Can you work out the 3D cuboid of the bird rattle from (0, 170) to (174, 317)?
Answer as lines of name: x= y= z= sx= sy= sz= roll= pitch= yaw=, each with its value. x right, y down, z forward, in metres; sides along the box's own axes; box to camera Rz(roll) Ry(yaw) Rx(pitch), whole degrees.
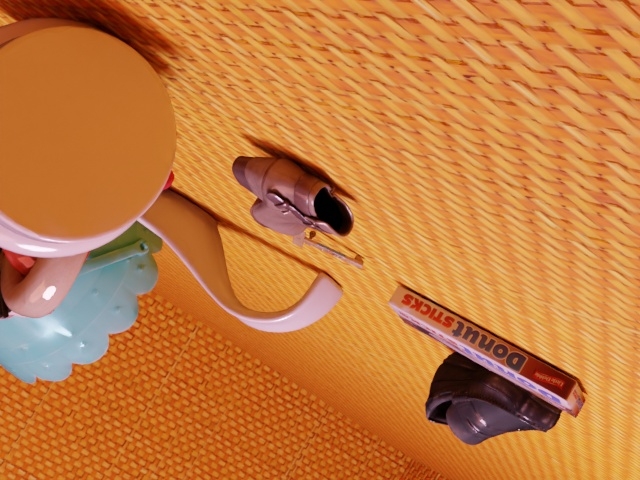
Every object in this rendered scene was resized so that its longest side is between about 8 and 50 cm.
bird rattle: x=-0.219 y=-0.028 z=1.394 sx=0.143 sy=0.207 sz=0.253 roll=15 pitch=-168 yaw=-33

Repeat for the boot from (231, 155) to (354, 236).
boot: x=-0.012 y=-0.023 z=1.148 sx=0.087 sy=0.042 sz=0.118 roll=23 pitch=170 yaw=35

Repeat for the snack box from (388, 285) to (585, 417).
snack box: x=0.143 y=0.094 z=1.363 sx=0.178 sy=0.022 sz=0.064 roll=28 pitch=171 yaw=23

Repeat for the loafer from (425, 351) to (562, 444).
loafer: x=0.159 y=0.158 z=1.497 sx=0.076 sy=0.078 sz=0.223 roll=33 pitch=172 yaw=-15

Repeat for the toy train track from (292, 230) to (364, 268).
toy train track: x=0.000 y=0.000 z=1.359 sx=0.083 sy=0.014 sz=0.048 roll=25 pitch=165 yaw=2

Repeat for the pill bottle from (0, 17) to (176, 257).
pill bottle: x=-0.195 y=-0.070 z=1.105 sx=0.160 sy=0.160 sz=0.283 roll=33 pitch=172 yaw=-16

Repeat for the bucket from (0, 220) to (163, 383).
bucket: x=-0.358 y=0.021 z=1.977 sx=0.281 sy=0.281 sz=0.183 roll=23 pitch=165 yaw=47

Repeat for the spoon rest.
spoon rest: x=-0.111 y=0.021 z=1.662 sx=0.276 sy=0.084 sz=0.137 roll=26 pitch=171 yaw=30

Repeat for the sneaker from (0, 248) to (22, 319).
sneaker: x=-0.358 y=0.039 z=1.525 sx=0.136 sy=0.116 sz=0.314 roll=-14 pitch=169 yaw=6
